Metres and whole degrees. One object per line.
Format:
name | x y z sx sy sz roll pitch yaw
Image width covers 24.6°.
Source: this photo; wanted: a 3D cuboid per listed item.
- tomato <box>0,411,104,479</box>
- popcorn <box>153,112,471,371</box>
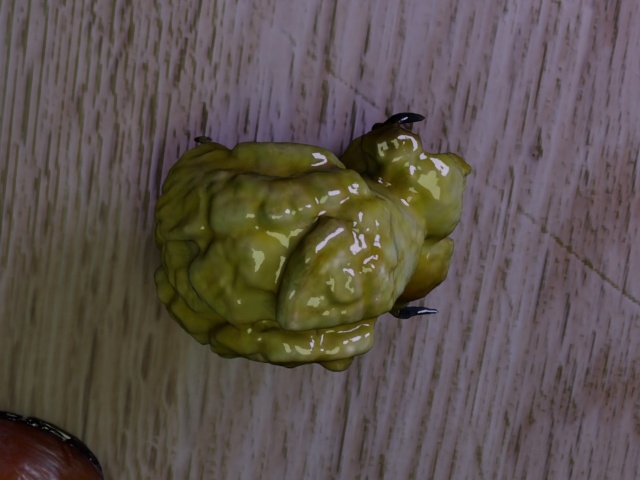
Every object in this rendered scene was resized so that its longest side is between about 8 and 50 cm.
tomato | -0.225 0.235 0.945 0.181 0.155 0.214 18 102 -15
popcorn | -0.008 0.002 0.939 0.195 0.168 0.173 -29 103 -46
